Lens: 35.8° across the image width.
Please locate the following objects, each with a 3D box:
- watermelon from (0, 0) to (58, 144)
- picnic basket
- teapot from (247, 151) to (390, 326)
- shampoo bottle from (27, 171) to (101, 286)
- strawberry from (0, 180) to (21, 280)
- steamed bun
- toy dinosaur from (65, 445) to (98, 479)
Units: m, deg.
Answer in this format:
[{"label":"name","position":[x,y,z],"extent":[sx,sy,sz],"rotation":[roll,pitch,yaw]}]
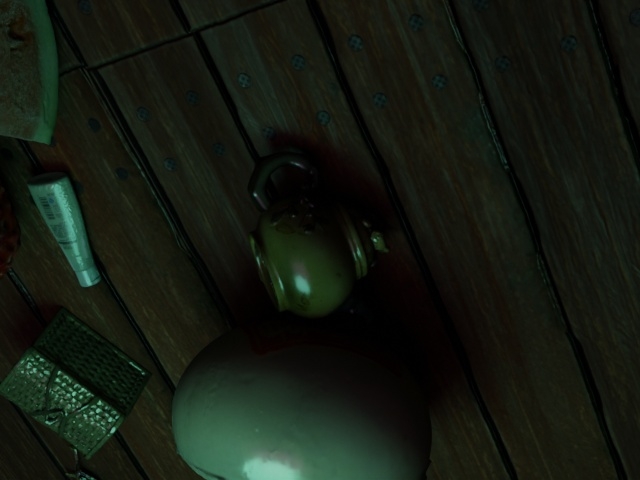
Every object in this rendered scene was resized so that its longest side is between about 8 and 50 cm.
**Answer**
[{"label":"watermelon","position":[-0.453,-0.246,1.276],"extent":[0.251,0.292,0.283],"rotation":[5,133,-23]},{"label":"picnic basket","position":[-0.411,0.242,1.630],"extent":[0.196,0.154,0.134],"rotation":[39,125,-11]},{"label":"teapot","position":[0.000,0.000,1.359],"extent":[0.183,0.173,0.269],"rotation":[-20,95,-9]},{"label":"shampoo bottle","position":[-0.385,-0.014,1.521],"extent":[0.069,0.041,0.190],"rotation":[-8,120,15]},{"label":"strawberry","position":[-0.559,-0.068,1.487],"extent":[0.265,0.149,0.336],"rotation":[18,116,13]},{"label":"steamed bun","position":[-0.019,0.229,1.402],"extent":[0.375,0.374,0.241],"rotation":[12,94,9]},{"label":"toy dinosaur","position":[-0.438,0.463,1.856],"extent":[0.058,0.037,0.180],"rotation":[-17,115,31]}]
